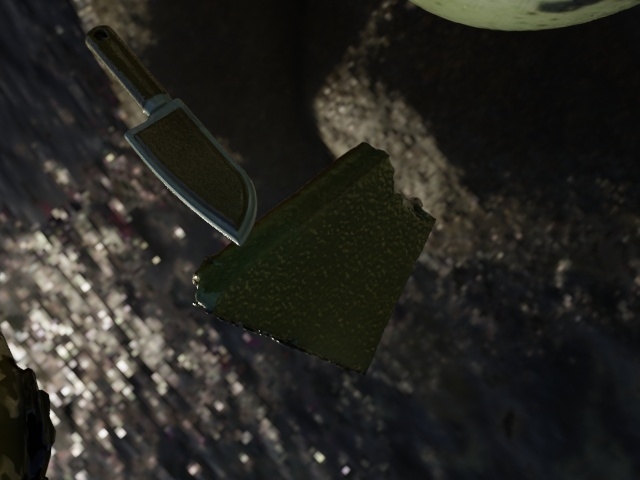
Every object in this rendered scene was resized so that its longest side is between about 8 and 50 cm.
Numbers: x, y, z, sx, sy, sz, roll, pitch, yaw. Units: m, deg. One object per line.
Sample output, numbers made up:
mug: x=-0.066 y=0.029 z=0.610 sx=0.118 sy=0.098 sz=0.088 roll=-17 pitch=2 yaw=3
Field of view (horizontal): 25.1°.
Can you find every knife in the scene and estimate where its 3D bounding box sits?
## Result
knife: x=-0.140 y=-0.097 z=1.265 sx=0.343 sy=0.061 sz=0.027 roll=47 pitch=164 yaw=42

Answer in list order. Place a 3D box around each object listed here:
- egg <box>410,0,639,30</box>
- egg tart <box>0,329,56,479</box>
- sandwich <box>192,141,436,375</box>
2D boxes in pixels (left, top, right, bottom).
egg: x=0.156 y=-0.287 z=0.916 sx=0.287 sy=0.287 sz=0.379 roll=54 pitch=149 yaw=-8
egg tart: x=-0.167 y=0.072 z=0.439 sx=0.315 sy=0.120 sz=0.315 roll=-10 pitch=78 yaw=58
sandwich: x=0.000 y=0.000 z=1.378 sx=0.063 sy=0.212 sz=0.245 roll=23 pitch=177 yaw=40
